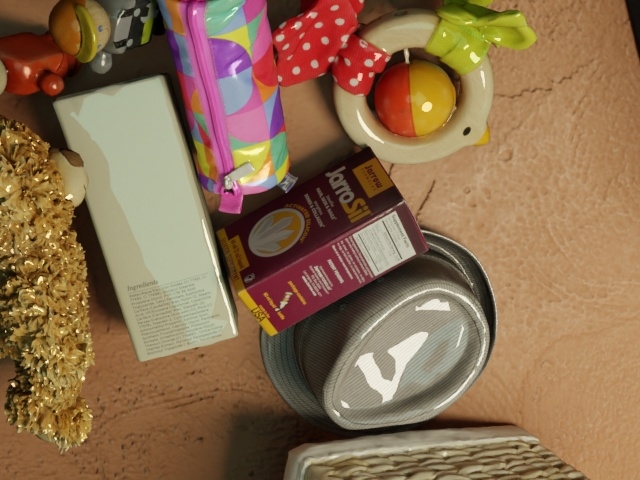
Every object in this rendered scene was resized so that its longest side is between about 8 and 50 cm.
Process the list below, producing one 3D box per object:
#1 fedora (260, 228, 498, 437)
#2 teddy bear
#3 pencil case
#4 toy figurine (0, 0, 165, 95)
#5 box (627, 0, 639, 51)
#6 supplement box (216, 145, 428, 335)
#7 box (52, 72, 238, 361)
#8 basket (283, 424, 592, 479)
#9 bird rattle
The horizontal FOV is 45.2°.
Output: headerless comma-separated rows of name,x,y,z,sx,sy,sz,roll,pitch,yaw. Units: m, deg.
fedora,0.074,0.119,0.830,0.275,0.124,0.243,-30,104,2
teddy bear,-0.259,0.039,0.721,0.113,0.245,0.338,-8,106,-11
pencil case,-0.085,-0.145,0.716,0.104,0.104,0.236,-11,132,-3
toy figurine,-0.259,-0.232,0.665,0.209,0.148,0.213,-9,108,31
box,0.480,-0.147,0.720,0.212,0.293,0.395,-21,105,-1
supplement box,0.000,0.000,0.792,0.188,0.104,0.081,-29,133,3
box,-0.171,-0.025,0.787,0.113,0.094,0.275,-14,104,-3
basket,0.140,0.397,0.786,0.331,0.266,0.328,2,103,-30
bird rattle,0.082,-0.167,0.768,0.253,0.143,0.207,-13,121,1
